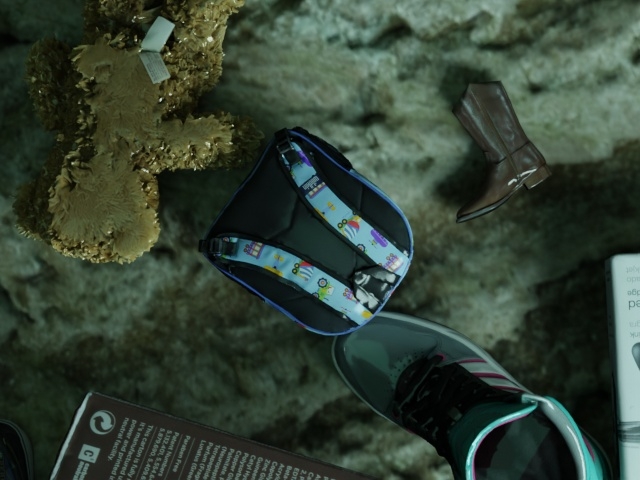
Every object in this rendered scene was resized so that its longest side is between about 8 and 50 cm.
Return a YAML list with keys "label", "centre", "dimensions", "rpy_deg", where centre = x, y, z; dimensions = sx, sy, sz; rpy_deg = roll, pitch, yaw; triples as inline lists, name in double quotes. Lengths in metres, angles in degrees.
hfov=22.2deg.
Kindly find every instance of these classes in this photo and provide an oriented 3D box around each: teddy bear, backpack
- label: "teddy bear"
  centre: [-0.176, -0.138, 1.567]
  dimensions: [0.245, 0.113, 0.338]
  rpy_deg: [-2, 80, 2]
- label: "backpack"
  centre: [0.000, 0.000, 1.516]
  dimensions: [0.173, 0.117, 0.158]
  rpy_deg: [35, 93, 9]

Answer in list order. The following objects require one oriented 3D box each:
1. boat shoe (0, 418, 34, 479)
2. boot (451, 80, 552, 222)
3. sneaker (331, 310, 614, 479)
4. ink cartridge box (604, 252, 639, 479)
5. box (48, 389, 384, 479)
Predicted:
- label: "boat shoe"
  centre: [-0.304, 0.287, 1.570]
  dimensions: [0.080, 0.076, 0.228]
  rpy_deg: [-5, 87, 9]
- label: "boot"
  centre: [0.148, -0.086, 1.537]
  dimensions: [0.106, 0.037, 0.114]
  rpy_deg: [-30, 87, -7]
- label: "sneaker"
  centre: [0.129, 0.161, 1.458]
  dimensions: [0.296, 0.178, 0.123]
  rpy_deg: [31, 92, 9]
- label: "ink cartridge box"
  centre: [0.362, 0.144, 1.455]
  dimensions: [0.197, 0.114, 0.272]
  rpy_deg: [-3, 88, 8]
- label: "box"
  centre: [-0.044, 0.278, 1.457]
  dimensions: [0.381, 0.191, 0.143]
  rpy_deg: [14, 63, 10]
